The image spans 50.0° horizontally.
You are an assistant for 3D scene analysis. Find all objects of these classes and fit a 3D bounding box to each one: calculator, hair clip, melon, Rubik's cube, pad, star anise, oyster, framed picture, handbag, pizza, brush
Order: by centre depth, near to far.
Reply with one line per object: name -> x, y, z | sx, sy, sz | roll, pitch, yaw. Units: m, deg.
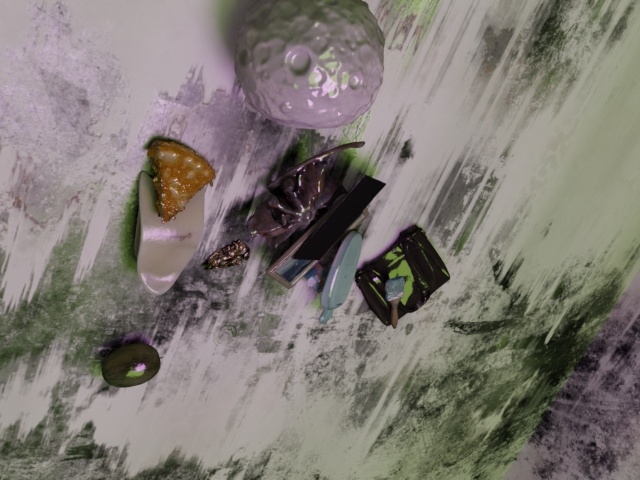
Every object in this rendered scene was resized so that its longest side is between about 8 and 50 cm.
pizza -> -0.349, -0.129, 1.629 | 0.188, 0.062, 0.199 | 32, 67, -37
hair clip -> -0.384, -0.012, 1.687 | 0.172, 0.113, 0.282 | 6, 116, -37
star anise -> -0.051, -0.112, 1.838 | 0.359, 0.139, 0.316 | -25, 152, -23
melon -> -0.505, 0.337, 1.854 | 0.167, 0.114, 0.114 | -10, 126, -25
oyster -> -0.253, 0.054, 1.881 | 0.132, 0.029, 0.086 | -40, 135, -6
pad -> 0.055, -0.056, 1.884 | 0.300, 0.005, 0.202 | -49, 162, 13
framed picture -> 0.000, 0.000, 1.937 | 0.335, 0.022, 0.247 | -43, 163, -2
calculator -> 0.061, 0.112, 2.060 | 0.184, 0.042, 0.295 | -3, 112, -69
Rubik's cube -> -0.004, 0.116, 2.065 | 0.084, 0.073, 0.075 | 32, 100, -41
brush -> 0.235, 0.201, 2.177 | 0.070, 0.021, 0.196 | -14, 123, -20
handbag -> 0.262, 0.114, 2.226 | 0.285, 0.113, 0.257 | -37, 126, -4

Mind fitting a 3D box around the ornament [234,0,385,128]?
ornament -> -0.024, -0.409, 1.496 | 0.337, 0.337, 0.337 | -18, 129, -23
